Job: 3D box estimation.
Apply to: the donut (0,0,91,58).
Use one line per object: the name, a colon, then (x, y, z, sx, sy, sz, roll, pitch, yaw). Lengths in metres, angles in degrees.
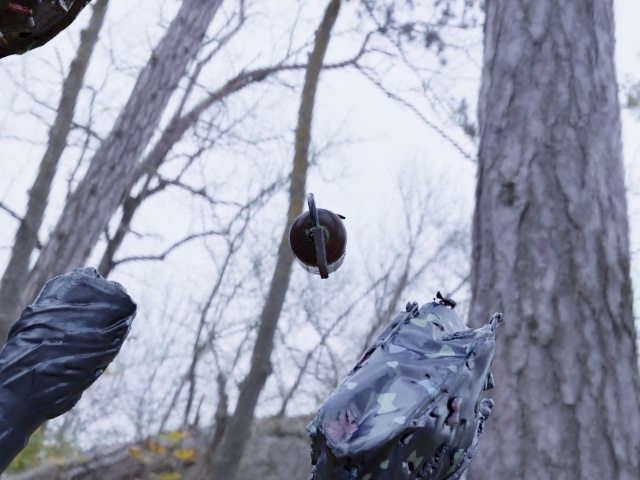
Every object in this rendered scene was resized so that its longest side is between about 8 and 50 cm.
donut: (-0.332, -0.296, 1.006, 0.216, 0.230, 0.096, 58, -12, 4)

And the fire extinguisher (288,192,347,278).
fire extinguisher: (0.000, 0.000, 0.653, 0.039, 0.056, 0.132, -9, -6, 0)

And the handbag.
handbag: (0.071, 0.160, 0.857, 0.113, 0.260, 0.162, 14, -56, 26)

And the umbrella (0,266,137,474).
umbrella: (-0.211, 0.121, 0.641, 0.071, 0.248, 0.071, 33, -19, 13)
